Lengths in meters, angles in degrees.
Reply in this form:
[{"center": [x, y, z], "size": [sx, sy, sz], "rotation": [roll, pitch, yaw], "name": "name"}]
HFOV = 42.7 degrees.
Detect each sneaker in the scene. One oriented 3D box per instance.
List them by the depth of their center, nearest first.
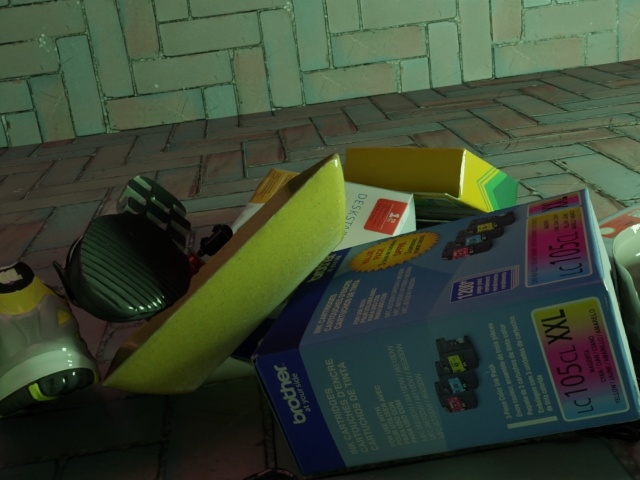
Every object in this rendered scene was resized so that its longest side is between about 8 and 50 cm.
[{"center": [-0.228, 0.040, 0.910], "size": [0.146, 0.122, 0.330], "rotation": [-46, 12, 10], "name": "sneaker"}, {"center": [-0.339, 0.110, 0.944], "size": [0.145, 0.147, 0.385], "rotation": [-17, -2, -29], "name": "sneaker"}]

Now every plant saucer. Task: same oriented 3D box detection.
[{"center": [-0.101, 0.054, 0.972], "size": [0.333, 0.081, 0.333], "rotation": [-45, 8, -9], "name": "plant saucer"}]

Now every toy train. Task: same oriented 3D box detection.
[{"center": [-0.163, 0.038, 0.985], "size": [0.158, 0.027, 0.036], "rotation": [-47, 17, -17], "name": "toy train"}]

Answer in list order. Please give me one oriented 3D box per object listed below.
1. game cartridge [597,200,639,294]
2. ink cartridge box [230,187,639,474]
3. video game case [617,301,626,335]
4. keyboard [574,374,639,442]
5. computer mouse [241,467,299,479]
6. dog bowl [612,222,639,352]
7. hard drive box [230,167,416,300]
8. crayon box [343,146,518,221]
[{"center": [0.497, 0.006, 1.197], "size": [0.294, 0.060, 0.196], "rotation": [-22, 28, -35], "name": "game cartridge"}, {"center": [0.107, 0.095, 0.866], "size": [0.396, 0.151, 0.270], "rotation": [-16, 16, 20], "name": "ink cartridge box"}, {"center": [0.254, 0.108, 1.030], "size": [0.227, 0.026, 0.206], "rotation": [12, 27, 43], "name": "video game case"}, {"center": [0.291, 0.163, 0.831], "size": [0.180, 0.023, 0.108], "rotation": [5, 31, 17], "name": "keyboard"}, {"center": [-0.133, 0.256, 0.748], "size": [0.242, 0.041, 0.071], "rotation": [-6, 27, -18], "name": "computer mouse"}, {"center": [0.496, 0.069, 0.895], "size": [0.349, 0.102, 0.348], "rotation": [-1, 20, 1], "name": "dog bowl"}, {"center": [0.000, 0.000, 1.190], "size": [0.232, 0.089, 0.181], "rotation": [12, 49, 21], "name": "hard drive box"}, {"center": [0.176, -0.090, 1.338], "size": [0.203, 0.083, 0.323], "rotation": [5, -4, 30], "name": "crayon box"}]
